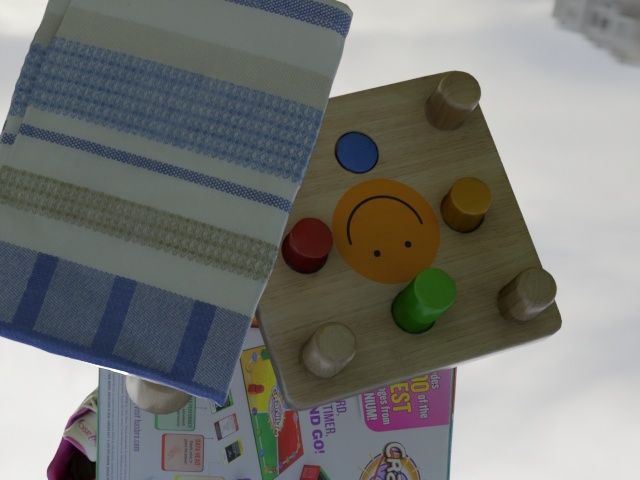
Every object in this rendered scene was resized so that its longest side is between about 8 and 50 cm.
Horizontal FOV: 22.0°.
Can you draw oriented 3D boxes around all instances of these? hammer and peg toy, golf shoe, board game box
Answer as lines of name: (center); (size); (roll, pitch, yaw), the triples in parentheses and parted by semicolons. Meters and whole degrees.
hammer and peg toy: (0.000, 0.000, 1.369); (0.361, 0.266, 0.127); (-13, 164, -18)
golf shoe: (-0.226, 0.200, 1.977); (0.115, 0.306, 0.140); (40, -154, 22)
board game box: (-0.040, 0.185, 1.475); (0.317, 0.242, 0.064); (3, -170, 0)

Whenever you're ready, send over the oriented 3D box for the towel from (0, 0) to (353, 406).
towel: (-0.113, -0.053, 1.079); (0.209, 0.285, 0.034); (15, 168, 11)
